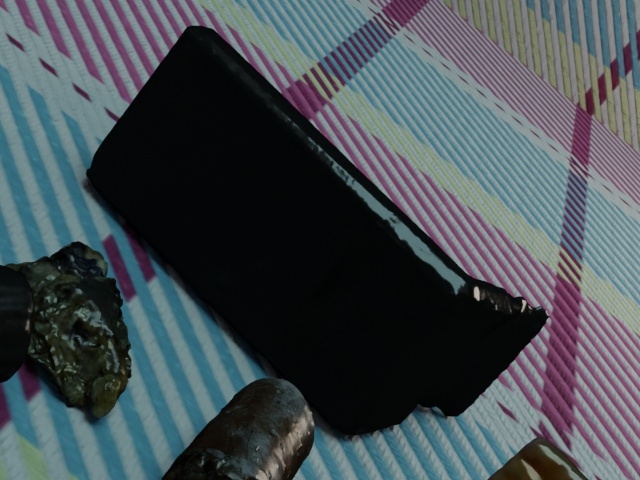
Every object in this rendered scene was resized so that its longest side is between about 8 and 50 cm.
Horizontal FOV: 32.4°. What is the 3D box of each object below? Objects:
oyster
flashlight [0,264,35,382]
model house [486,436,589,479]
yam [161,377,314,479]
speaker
[{"bbox_3d":[-0.172,0.060,0.788,0.103,0.051,0.148,-7,59,-47],"label":"oyster"},{"bbox_3d":[-0.334,0.035,0.562,0.424,0.103,0.103,6,39,-48],"label":"flashlight"},{"bbox_3d":[0.075,0.244,0.574,0.237,0.237,0.202,-1,46,-53],"label":"model house"},{"bbox_3d":[-0.054,0.154,0.749,0.079,0.079,0.141,39,23,3],"label":"yam"},{"bbox_3d":[0.000,0.000,0.984,0.388,0.180,0.184,45,19,13],"label":"speaker"}]
